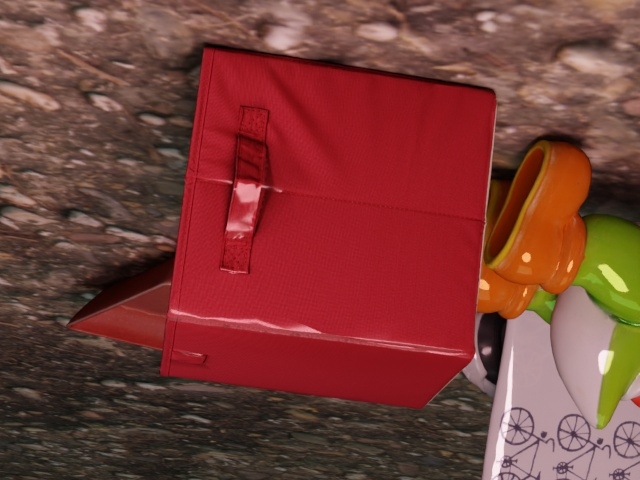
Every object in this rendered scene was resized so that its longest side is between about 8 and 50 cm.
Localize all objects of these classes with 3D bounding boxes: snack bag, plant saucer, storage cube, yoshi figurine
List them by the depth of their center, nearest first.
[{"bbox_3d":[0.000,0.000,1.077,0.193,0.183,0.215,8,163,-6],"label":"storage cube"},{"bbox_3d":[0.292,0.027,1.166,0.362,0.203,0.203,24,121,-9],"label":"yoshi figurine"},{"bbox_3d":[0.304,0.199,1.384,0.343,0.323,0.037,9,-178,-7],"label":"snack bag"},{"bbox_3d":[-0.084,0.073,1.586,0.259,0.047,0.258,15,161,-27],"label":"plant saucer"}]

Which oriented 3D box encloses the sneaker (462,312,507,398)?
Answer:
[{"bbox_3d":[0.257,0.097,1.446,0.269,0.101,0.153,13,162,-38],"label":"sneaker"}]
